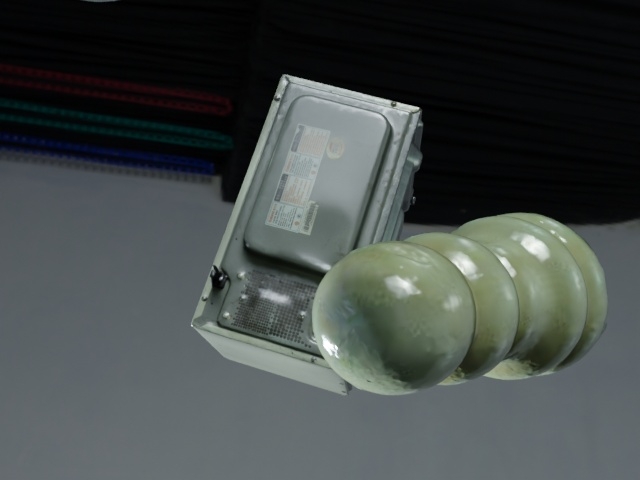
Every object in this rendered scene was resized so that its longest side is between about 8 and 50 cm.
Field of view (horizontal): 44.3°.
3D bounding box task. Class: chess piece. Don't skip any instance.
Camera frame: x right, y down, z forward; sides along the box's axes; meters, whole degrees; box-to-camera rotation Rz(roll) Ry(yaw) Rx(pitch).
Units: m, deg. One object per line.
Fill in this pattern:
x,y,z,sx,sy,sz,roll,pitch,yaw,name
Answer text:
0.092,0.043,0.537,0.133,0.243,0.133,0,90,38,chess piece

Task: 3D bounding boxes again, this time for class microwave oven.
0.000,0.000,0.720,0.194,0.145,0.241,88,-160,-72,microwave oven
